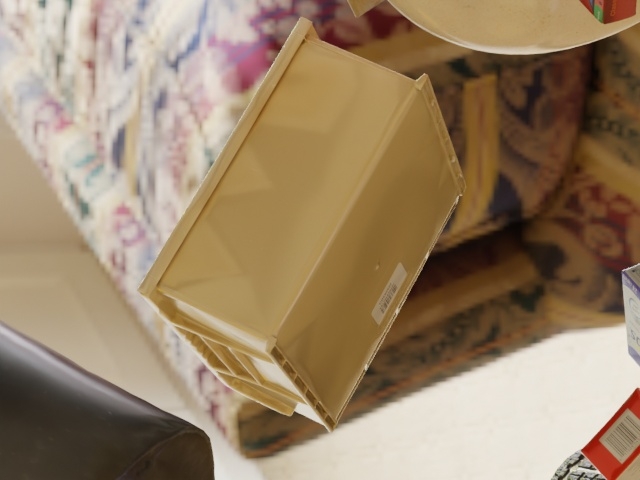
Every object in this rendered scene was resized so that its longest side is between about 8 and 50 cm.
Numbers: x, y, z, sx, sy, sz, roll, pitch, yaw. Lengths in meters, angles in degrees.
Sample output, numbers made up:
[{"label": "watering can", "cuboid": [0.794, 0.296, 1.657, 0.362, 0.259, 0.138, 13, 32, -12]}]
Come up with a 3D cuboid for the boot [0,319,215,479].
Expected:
[{"label": "boot", "cuboid": [-0.218, 0.007, 0.755, 0.445, 0.146, 0.367, 31, 98, 39]}]

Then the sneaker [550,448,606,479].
[{"label": "sneaker", "cuboid": [0.375, 0.278, 1.858, 0.111, 0.300, 0.121, 5, 111, 55]}]

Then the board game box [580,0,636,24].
[{"label": "board game box", "cuboid": [0.149, -0.281, 0.960, 0.145, 0.027, 0.281, -119, 19, -46]}]

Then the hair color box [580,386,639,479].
[{"label": "hair color box", "cuboid": [0.275, 0.173, 1.330, 0.072, 0.141, 0.043, -49, 50, 9]}]

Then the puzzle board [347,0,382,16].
[{"label": "puzzle board", "cuboid": [0.051, -0.340, 1.925, 0.128, 0.096, 0.011, 61, 164, -21]}]

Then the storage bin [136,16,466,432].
[{"label": "storage bin", "cuboid": [0.000, 0.000, 1.402, 0.123, 0.260, 0.262, 24, 75, 21]}]

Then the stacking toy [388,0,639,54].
[{"label": "stacking toy", "cuboid": [0.122, -0.411, 1.298, 0.351, 0.350, 0.480, -64, 36, 36]}]

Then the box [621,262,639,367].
[{"label": "box", "cuboid": [0.408, 0.105, 1.883, 0.126, 0.072, 0.137, -124, 16, -50]}]
